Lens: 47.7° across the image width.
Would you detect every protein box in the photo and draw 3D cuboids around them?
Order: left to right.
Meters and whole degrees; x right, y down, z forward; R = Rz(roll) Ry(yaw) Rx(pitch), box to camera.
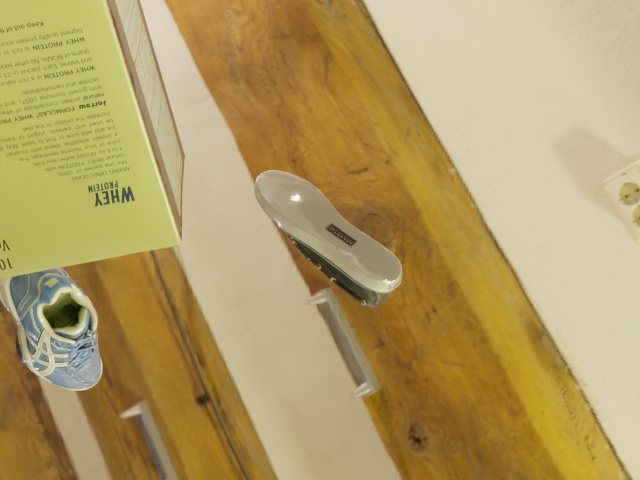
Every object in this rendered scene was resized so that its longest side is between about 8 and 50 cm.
[{"bbox_3d":[-0.221,-0.096,0.535,0.199,0.136,0.201,-11,-53,-1],"label":"protein box"}]

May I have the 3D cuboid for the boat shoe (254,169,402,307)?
[{"bbox_3d":[0.000,0.000,0.562,0.142,0.049,0.040,40,-43,18],"label":"boat shoe"}]

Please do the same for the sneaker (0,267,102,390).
[{"bbox_3d":[-0.277,0.099,0.769,0.081,0.080,0.211,26,-34,29],"label":"sneaker"}]
